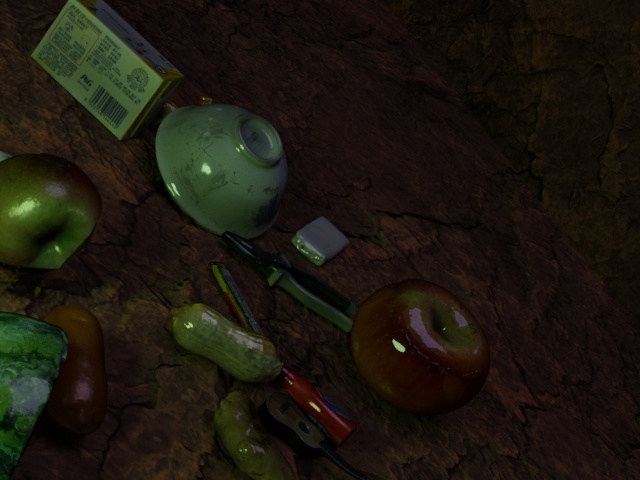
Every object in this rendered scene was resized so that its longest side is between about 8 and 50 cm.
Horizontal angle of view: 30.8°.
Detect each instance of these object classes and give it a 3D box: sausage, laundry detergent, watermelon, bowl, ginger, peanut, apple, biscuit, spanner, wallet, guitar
[{"bbox_3d":[-0.348,0.179,1.634,0.098,0.098,0.238,26,26,-28],"label":"sausage"},{"bbox_3d":[-0.011,0.279,1.985,0.165,0.049,0.097,44,-7,10],"label":"laundry detergent"},{"bbox_3d":[-0.423,0.206,1.432,0.224,0.180,0.305,-7,35,4],"label":"watermelon"},{"bbox_3d":[-0.160,-0.169,2.316,0.313,0.146,0.313,26,48,-33],"label":"bowl"},{"bbox_3d":[-0.106,0.311,1.779,0.095,0.069,0.190,2,45,-47],"label":"ginger"},{"bbox_3d":[-0.154,0.173,1.927,0.206,0.087,0.087,31,25,-17],"label":"peanut"},{"bbox_3d":[-0.443,-0.048,1.775,0.188,0.207,0.174,55,-12,45],"label":"apple"},{"bbox_3d":[-0.128,0.145,2.086,0.048,0.026,0.292,15,35,-48],"label":"biscuit"},{"bbox_3d":[0.185,0.212,2.215,0.272,0.206,0.252,29,37,-18],"label":"apple"},{"bbox_3d":[-0.059,0.074,2.292,0.325,0.040,0.096,34,25,-17],"label":"spanner"},{"bbox_3d":[0.000,0.000,2.514,0.095,0.033,0.190,42,24,8],"label":"wallet"},{"bbox_3d":[0.011,0.352,1.912,0.271,0.038,0.084,39,24,4],"label":"guitar"}]

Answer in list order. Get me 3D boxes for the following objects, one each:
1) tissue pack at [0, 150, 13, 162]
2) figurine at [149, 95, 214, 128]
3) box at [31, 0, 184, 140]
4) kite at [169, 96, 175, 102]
[{"bbox_3d":[-0.512,-0.093,1.899,0.074,0.059,0.094,26,28,-34],"label":"tissue pack"},{"bbox_3d":[-0.271,-0.255,2.450,0.176,0.122,0.121,31,-9,-4],"label":"figurine"},{"bbox_3d":[-0.428,-0.351,2.340,0.265,0.168,0.097,41,21,7],"label":"box"},{"bbox_3d":[-0.388,-0.316,2.519,0.127,0.016,0.229,42,23,12],"label":"kite"}]
